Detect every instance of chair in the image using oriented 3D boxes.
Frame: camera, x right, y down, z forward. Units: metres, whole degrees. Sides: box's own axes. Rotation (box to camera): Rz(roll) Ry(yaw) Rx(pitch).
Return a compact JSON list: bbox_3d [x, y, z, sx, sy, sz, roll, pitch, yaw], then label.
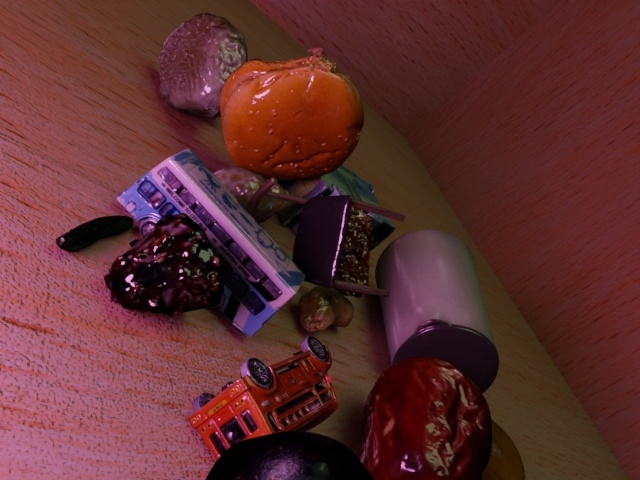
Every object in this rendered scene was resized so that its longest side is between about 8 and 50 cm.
[{"bbox_3d":[0.000,0.000,1.222,0.272,0.188,0.166,13,-4,-33],"label":"chair"}]

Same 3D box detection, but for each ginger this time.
[{"bbox_3d":[0.011,0.133,1.260,0.190,0.069,0.095,-6,76,-68],"label":"ginger"}]

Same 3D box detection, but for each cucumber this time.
[{"bbox_3d":[-0.309,-0.013,0.890,0.036,0.033,0.184,25,17,7],"label":"cucumber"}]

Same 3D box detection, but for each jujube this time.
[{"bbox_3d":[0.169,0.325,1.050,0.223,0.223,0.318,48,23,-4],"label":"jujube"}]

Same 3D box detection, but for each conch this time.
[{"bbox_3d":[-0.147,-0.095,1.301,0.173,0.106,0.116,35,0,1],"label":"conch"}]

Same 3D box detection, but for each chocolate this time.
[{"bbox_3d":[-0.224,0.047,0.866,0.133,0.156,0.156,-25,73,-42],"label":"chocolate"}]

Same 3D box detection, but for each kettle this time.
[{"bbox_3d":[0.274,0.218,1.500,0.376,0.250,0.361,-88,162,-60],"label":"kettle"}]

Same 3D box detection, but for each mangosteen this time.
[{"bbox_3d":[-0.014,0.300,0.651,0.243,0.243,0.243,42,20,-20],"label":"mangosteen"}]

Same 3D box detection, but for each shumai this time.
[{"bbox_3d":[-0.222,-0.359,1.440,0.222,0.225,0.260,29,11,-41],"label":"shumai"}]

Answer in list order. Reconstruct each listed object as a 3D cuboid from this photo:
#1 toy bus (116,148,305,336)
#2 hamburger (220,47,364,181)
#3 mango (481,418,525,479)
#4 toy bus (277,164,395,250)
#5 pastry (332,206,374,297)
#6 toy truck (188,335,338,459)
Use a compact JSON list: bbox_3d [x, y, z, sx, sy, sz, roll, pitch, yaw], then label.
[{"bbox_3d":[-0.167,0.002,1.018,0.297,0.131,0.106,49,18,-7],"label":"toy bus"},{"bbox_3d":[-0.057,-0.247,1.320,0.314,0.290,0.170,89,-12,-58],"label":"hamburger"},{"bbox_3d":[0.331,0.425,1.321,0.136,0.099,0.227,-32,95,-33],"label":"mango"},{"bbox_3d":[0.027,-0.088,1.589,0.312,0.152,0.190,26,30,-47],"label":"toy bus"},{"bbox_3d":[0.064,0.021,1.425,0.097,0.208,0.115,7,-5,-23],"label":"pastry"},{"bbox_3d":[-0.059,0.218,0.887,0.114,0.107,0.253,55,21,15],"label":"toy truck"}]
